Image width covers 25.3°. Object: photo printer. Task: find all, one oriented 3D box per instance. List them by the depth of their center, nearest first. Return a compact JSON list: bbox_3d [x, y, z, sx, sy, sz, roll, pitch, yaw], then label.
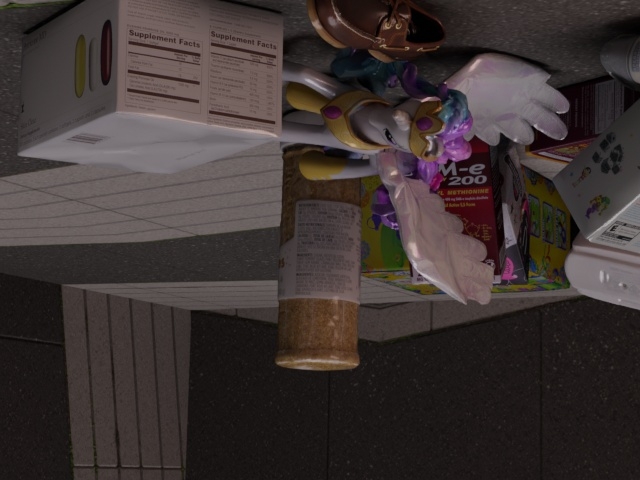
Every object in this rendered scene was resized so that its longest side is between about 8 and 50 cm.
[{"bbox_3d":[0.534,-0.020,2.077,0.256,0.107,0.307,14,-137,32],"label":"photo printer"}]

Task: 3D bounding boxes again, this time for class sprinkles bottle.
[{"bbox_3d":[0.000,0.000,1.989,0.121,0.355,0.121,1,170,0],"label":"sprinkles bottle"}]

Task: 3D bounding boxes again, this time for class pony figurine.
[{"bbox_3d":[0.091,-0.112,1.708,0.363,0.302,0.351,13,173,44],"label":"pony figurine"}]

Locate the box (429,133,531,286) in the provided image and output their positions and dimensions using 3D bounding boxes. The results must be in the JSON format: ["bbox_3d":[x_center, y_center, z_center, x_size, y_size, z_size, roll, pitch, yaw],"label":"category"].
[{"bbox_3d":[0.223,-0.045,2.130,0.163,0.142,0.247,-1,151,16],"label":"box"}]

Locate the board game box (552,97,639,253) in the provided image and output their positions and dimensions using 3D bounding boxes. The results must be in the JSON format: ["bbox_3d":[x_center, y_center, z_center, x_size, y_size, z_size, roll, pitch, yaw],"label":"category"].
[{"bbox_3d":[0.446,-0.111,1.597,0.224,0.097,0.303,11,134,-44],"label":"board game box"}]

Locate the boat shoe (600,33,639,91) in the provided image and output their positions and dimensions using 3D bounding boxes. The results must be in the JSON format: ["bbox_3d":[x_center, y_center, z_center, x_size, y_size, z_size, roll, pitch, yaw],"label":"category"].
[{"bbox_3d":[0.405,-0.198,1.633,0.227,0.079,0.081,8,-172,-44],"label":"boat shoe"}]

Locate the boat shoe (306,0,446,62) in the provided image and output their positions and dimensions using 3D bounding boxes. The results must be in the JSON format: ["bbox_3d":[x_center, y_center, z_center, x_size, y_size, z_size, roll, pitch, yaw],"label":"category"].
[{"bbox_3d":[0.061,-0.230,1.462,0.073,0.073,0.207,-6,176,29],"label":"boat shoe"}]

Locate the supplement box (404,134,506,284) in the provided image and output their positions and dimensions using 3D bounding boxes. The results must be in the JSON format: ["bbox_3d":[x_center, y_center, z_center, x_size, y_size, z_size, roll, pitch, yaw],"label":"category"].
[{"bbox_3d":[0.180,-0.062,1.954,0.130,0.239,0.073,-2,-159,16],"label":"supplement box"}]

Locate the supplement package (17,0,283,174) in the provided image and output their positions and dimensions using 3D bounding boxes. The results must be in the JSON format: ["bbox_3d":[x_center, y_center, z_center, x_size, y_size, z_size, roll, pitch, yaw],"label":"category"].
[{"bbox_3d":[-0.196,-0.174,1.599,0.204,0.145,0.262,7,169,-34],"label":"supplement package"}]

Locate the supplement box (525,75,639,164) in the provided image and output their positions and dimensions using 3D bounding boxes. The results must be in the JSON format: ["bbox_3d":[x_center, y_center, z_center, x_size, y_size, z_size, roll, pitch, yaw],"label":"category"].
[{"bbox_3d":[0.366,-0.155,1.840,0.104,0.080,0.188,8,169,-36],"label":"supplement box"}]

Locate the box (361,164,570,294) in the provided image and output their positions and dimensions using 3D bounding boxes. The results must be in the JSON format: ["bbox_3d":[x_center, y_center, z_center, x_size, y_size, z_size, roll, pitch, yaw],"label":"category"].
[{"bbox_3d":[0.247,-0.013,2.439,0.290,0.177,0.279,-3,170,28],"label":"box"}]

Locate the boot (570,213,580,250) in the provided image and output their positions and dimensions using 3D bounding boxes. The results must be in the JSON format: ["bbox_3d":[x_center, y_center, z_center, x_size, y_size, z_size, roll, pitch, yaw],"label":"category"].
[{"bbox_3d":[0.511,0.006,2.683,0.377,0.138,0.284,-13,164,39],"label":"boot"}]
